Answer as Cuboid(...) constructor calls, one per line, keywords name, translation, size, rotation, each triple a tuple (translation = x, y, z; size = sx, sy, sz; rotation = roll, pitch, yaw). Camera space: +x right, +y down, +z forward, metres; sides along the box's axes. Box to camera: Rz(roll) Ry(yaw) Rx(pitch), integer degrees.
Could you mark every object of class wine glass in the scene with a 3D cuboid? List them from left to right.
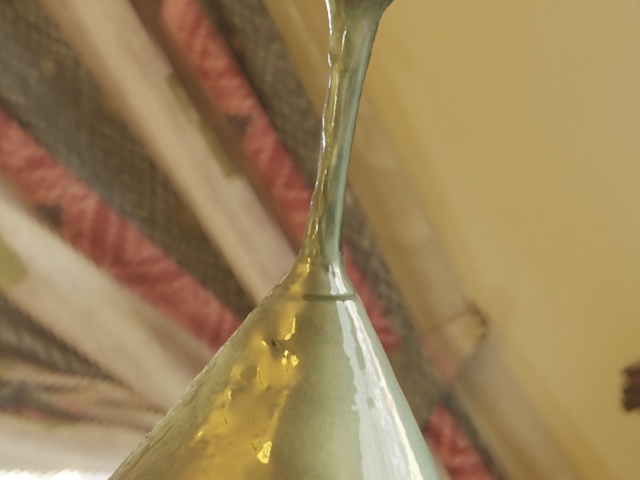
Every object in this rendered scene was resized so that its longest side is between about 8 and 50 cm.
Cuboid(name="wine glass", translation=(0.000, 0.000, 1.228), size=(0.267, 0.406, 0.267), rotation=(7, 7, -1))
